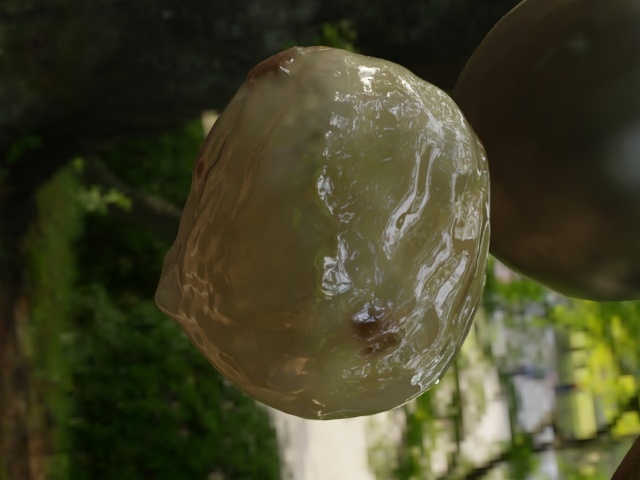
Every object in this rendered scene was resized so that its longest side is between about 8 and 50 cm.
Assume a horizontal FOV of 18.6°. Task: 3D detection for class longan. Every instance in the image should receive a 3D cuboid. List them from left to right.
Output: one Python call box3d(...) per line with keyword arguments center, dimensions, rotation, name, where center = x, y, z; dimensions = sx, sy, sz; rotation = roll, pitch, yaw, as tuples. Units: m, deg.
box3d(center=(0.317, -0.112, 1.950), dimensions=(0.404, 0.404, 0.336), rotation=(32, 38, -75), name="longan")

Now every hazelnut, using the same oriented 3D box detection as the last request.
box3d(center=(0.000, 0.000, 1.355), dimensions=(0.261, 0.241, 0.261), rotation=(170, -90, -87), name="hazelnut")

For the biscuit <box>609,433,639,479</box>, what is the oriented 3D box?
box3d(center=(0.453, 0.209, 1.985), dimensions=(0.291, 0.237, 0.062), rotation=(-51, 156, -14), name="biscuit")
